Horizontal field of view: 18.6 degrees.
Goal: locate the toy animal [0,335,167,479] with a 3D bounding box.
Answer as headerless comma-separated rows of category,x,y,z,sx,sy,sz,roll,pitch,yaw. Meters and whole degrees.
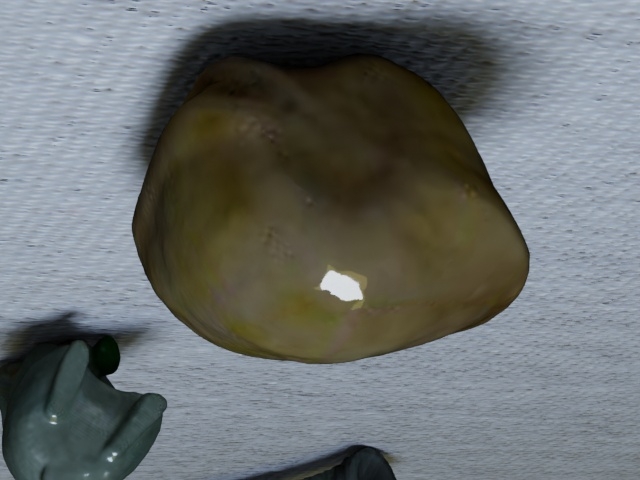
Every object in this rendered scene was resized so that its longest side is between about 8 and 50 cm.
toy animal,-0.208,0.136,1.494,0.108,0.138,0.236,39,157,-19

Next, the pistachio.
pistachio,0.000,0.000,1.102,0.212,0.163,0.260,33,155,-3

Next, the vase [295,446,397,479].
vase,-0.039,0.269,1.890,0.237,0.115,0.115,-21,154,32
